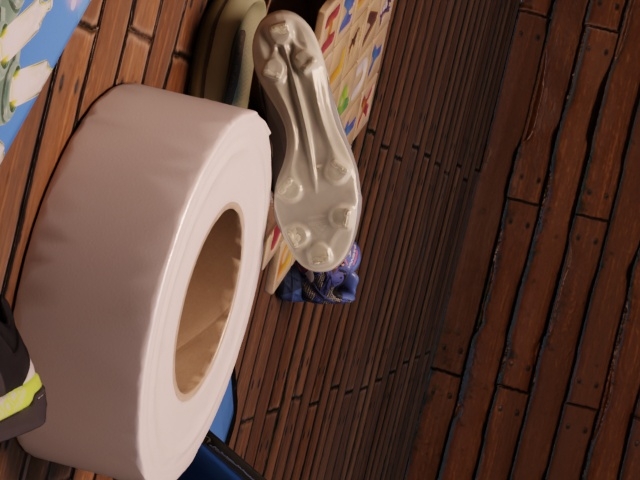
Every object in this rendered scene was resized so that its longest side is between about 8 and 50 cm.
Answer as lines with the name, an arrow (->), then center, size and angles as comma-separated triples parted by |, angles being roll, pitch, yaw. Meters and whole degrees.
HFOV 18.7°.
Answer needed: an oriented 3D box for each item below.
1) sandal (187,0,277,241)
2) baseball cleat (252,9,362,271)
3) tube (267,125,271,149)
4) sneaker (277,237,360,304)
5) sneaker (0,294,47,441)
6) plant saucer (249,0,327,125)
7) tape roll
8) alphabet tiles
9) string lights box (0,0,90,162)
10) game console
sandal -> -0.070, -0.053, 1.591 | 0.120, 0.086, 0.303 | -46, 146, -76
baseball cleat -> -0.006, -0.080, 1.537 | 0.109, 0.072, 0.206 | -39, 122, -82
tube -> -0.016, -0.169, 1.839 | 0.080, 0.052, 0.207 | 62, 39, -69
sneaker -> 0.000, 0.000, 2.015 | 0.221, 0.087, 0.083 | 79, 26, -64
sneaker -> -0.225, 0.075, 1.077 | 0.234, 0.084, 0.097 | -20, 99, -78
plant saucer -> -0.029, -0.176, 1.738 | 0.168, 0.029, 0.168 | 9, 90, -68
tape roll -> -0.124, 0.031, 1.407 | 0.286, 0.100, 0.286 | 14, 90, -78
alphabet tiles -> 0.010, -0.120, 1.791 | 0.342, 0.011, 0.285 | -56, 161, -59
string lights box -> -0.187, -0.115, 0.965 | 0.133, 0.077, 0.260 | 88, 19, -50
game console -> -0.059, 0.204, 1.787 | 0.173, 0.250, 0.293 | -40, 152, -25
